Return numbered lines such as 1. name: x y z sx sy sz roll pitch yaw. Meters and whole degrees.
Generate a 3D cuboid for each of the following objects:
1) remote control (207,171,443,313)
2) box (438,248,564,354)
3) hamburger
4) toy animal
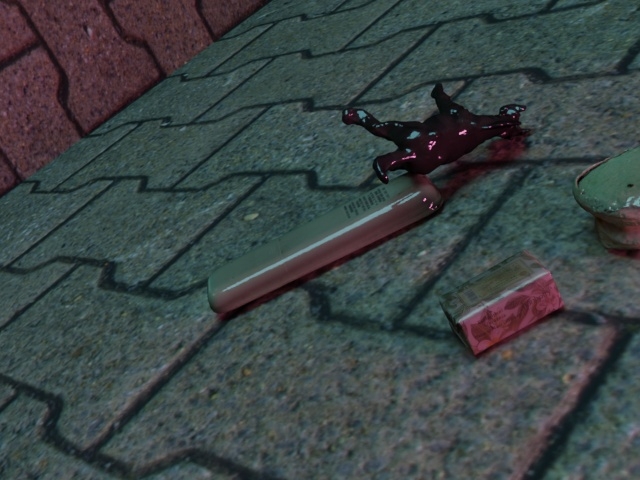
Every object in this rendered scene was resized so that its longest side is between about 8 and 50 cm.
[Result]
1. remote control: 0.000 0.001 1.068 0.309 0.038 0.090 -27 25 3
2. box: 0.160 0.054 0.791 0.098 0.045 0.062 -27 24 0
3. hamburger: 0.308 -0.047 0.809 0.140 0.062 0.133 -24 24 16
4. toy animal: 0.139 -0.132 1.064 0.232 0.085 0.148 -20 20 -29
